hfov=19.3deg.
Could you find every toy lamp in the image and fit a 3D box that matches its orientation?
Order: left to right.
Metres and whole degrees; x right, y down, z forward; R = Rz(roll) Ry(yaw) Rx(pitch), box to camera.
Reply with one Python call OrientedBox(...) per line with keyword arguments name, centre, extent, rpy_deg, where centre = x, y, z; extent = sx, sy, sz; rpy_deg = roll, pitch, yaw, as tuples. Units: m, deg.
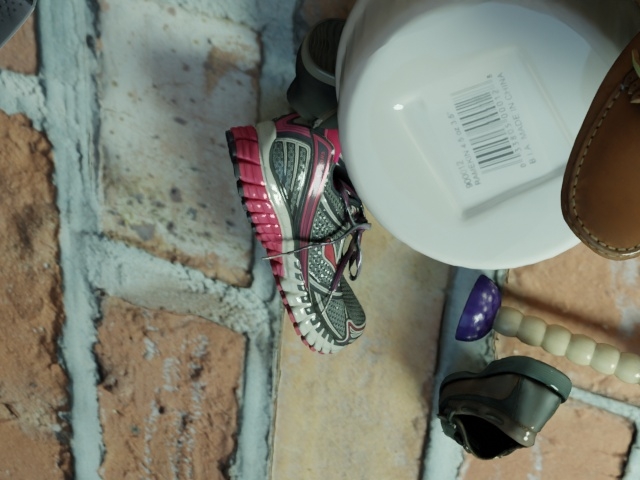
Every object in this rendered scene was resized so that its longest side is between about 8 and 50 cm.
OrientedBox(name="toy lamp", centre=(0.272, 0.111, 1.837), extent=(0.274, 0.080, 0.080), rpy_deg=(22, 139, 10))

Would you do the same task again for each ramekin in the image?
OrientedBox(name="ramekin", centre=(0.143, -0.111, 1.565), extent=(0.277, 0.135, 0.277), rpy_deg=(3, 115, 6))

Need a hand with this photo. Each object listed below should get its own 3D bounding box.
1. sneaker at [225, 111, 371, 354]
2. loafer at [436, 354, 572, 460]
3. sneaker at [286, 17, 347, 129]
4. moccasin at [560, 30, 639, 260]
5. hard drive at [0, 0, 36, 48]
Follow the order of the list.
OrientedBox(name="sneaker", centre=(0.000, 0.000, 1.853), extent=(0.112, 0.121, 0.299), rpy_deg=(-17, 136, 3))
OrientedBox(name="loafer", centre=(0.168, 0.181, 1.899), extent=(0.096, 0.084, 0.267), rpy_deg=(27, 160, -6))
OrientedBox(name="sneaker", centre=(0.080, -0.128, 1.716), extent=(0.222, 0.083, 0.118), rpy_deg=(22, 159, -4))
OrientedBox(name="moccasin", centre=(0.322, -0.135, 1.368), extent=(0.380, 0.147, 0.139), rpy_deg=(-42, 94, 11))
OrientedBox(name="hard drive", centre=(-0.395, -0.240, 1.870), extent=(0.172, 0.054, 0.254), rpy_deg=(43, 137, -16))
